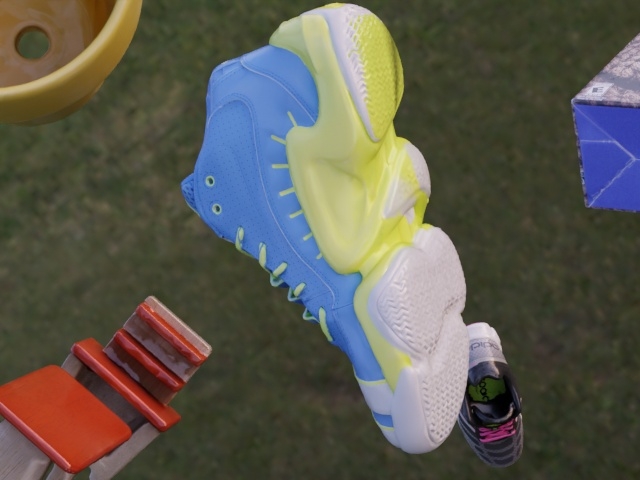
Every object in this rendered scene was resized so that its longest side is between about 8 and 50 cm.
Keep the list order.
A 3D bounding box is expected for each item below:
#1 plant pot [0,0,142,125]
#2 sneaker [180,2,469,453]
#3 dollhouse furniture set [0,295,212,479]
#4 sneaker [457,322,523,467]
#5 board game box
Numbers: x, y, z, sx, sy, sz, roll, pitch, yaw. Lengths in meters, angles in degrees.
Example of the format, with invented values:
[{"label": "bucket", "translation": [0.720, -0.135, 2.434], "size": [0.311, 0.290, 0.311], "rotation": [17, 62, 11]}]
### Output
[{"label": "plant pot", "translation": [-0.282, -0.215, 1.648], "size": [0.254, 0.254, 0.239], "rotation": [-43, -9, -9]}, {"label": "sneaker", "translation": [0.000, 0.000, 0.959], "size": [0.126, 0.240, 0.091], "rotation": [-12, -3, 27]}, {"label": "dollhouse furniture set", "translation": [-0.175, 0.122, 1.324], "size": [0.135, 0.262, 0.259], "rotation": [-50, -4, 9]}, {"label": "sneaker", "translation": [0.162, 0.164, 1.718], "size": [0.063, 0.170, 0.075], "rotation": [-12, 35, 2]}, {"label": "board game box", "translation": [0.460, -0.153, 2.066], "size": [0.232, 0.141, 0.291], "rotation": [7, 33, 33]}]
